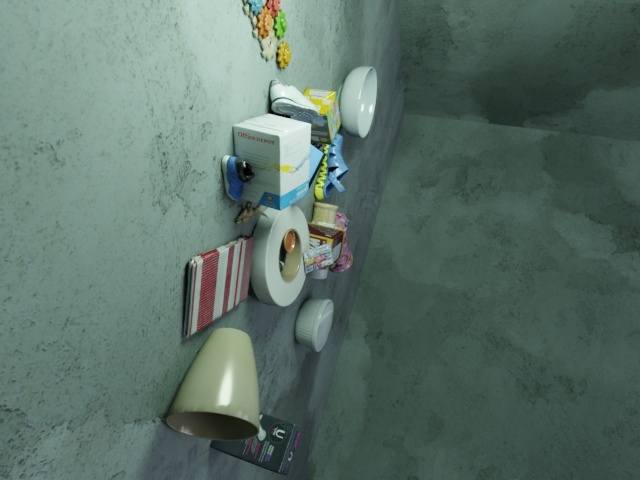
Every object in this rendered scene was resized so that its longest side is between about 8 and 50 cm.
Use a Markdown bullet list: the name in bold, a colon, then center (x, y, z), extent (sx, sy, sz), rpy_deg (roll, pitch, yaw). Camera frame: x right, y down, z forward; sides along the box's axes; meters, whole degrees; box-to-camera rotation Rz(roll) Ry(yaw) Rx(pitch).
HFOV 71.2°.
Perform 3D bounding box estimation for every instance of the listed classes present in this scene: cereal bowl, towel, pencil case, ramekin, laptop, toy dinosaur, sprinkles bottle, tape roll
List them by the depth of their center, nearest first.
- **towel**: center (-0.306, 0.127, 1.365), extent (0.329, 0.037, 0.237), rpy_deg (-32, 134, -65)
- **toy dinosaur**: center (-0.227, -0.100, 1.469), extent (0.183, 0.053, 0.093), rpy_deg (-22, 137, -62)
- **laptop**: center (-0.091, -0.338, 1.570), extent (0.265, 0.136, 0.234), rpy_deg (81, 26, -50)
- **tape roll**: center (-0.143, 0.056, 1.696), extent (0.392, 0.071, 0.393), rpy_deg (4, 90, -68)
- **sprinkles bottle**: center (0.000, 0.000, 2.130), extent (0.121, 0.121, 0.356), rpy_deg (-11, 112, -72)
- **cereal bowl**: center (0.168, -0.677, 2.182), extent (0.339, 0.141, 0.340), rpy_deg (12, 90, -73)
- **ramekin**: center (-0.035, 0.423, 2.301), extent (0.273, 0.127, 0.273), rpy_deg (13, 90, -73)
- **pencil case**: center (0.084, 0.015, 2.368), extent (0.386, 0.167, 0.160), rpy_deg (79, -5, -53)

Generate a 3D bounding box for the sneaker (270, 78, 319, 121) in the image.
- **sneaker**: center (-0.082, -0.474, 1.523), extent (0.235, 0.090, 0.095), rpy_deg (5, 69, -59)

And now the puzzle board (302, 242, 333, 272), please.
- **puzzle board**: center (-0.008, 0.072, 1.819), extent (0.128, 0.011, 0.097), rpy_deg (-19, 117, -22)

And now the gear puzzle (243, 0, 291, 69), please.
- **gear puzzle**: center (-0.140, -0.648, 1.352), extent (0.339, 0.044, 0.176), rpy_deg (64, 41, -64)

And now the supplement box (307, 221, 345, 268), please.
- **supplement box**: center (-0.018, 0.017, 1.960), extent (0.194, 0.191, 0.129), rpy_deg (-36, 137, -66)

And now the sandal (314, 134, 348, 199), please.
- **sandal**: center (0.072, -0.342, 2.112), extent (0.126, 0.138, 0.318), rpy_deg (12, 88, -71)

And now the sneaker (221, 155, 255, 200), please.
- **sneaker**: center (-0.232, -0.175, 1.305), extent (0.058, 0.084, 0.152), rpy_deg (-61, 157, -45)

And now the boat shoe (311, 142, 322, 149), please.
- **boat shoe**: center (-0.012, -0.422, 1.941), extent (0.049, 0.041, 0.133), rpy_deg (51, 55, -72)

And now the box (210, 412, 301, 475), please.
- **box**: center (-0.227, 0.715, 1.613), extent (0.143, 0.270, 0.165), rpy_deg (74, 33, -57)

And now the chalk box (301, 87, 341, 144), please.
- **chalk box**: center (-0.002, -0.475, 1.781), extent (0.213, 0.132, 0.132), rpy_deg (75, 31, -59)

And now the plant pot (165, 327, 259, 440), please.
- **plant pot**: center (-0.289, 0.408, 1.313), extent (0.257, 0.256, 0.274), rpy_deg (81, 10, -51)

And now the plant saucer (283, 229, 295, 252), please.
- **plant saucer**: center (-0.116, 0.003, 1.638), extent (0.083, 0.013, 0.084), rpy_deg (5, 90, -68)

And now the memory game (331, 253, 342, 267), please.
- **memory game**: center (0.032, 0.099, 2.282), extent (0.186, 0.012, 0.186), rpy_deg (-21, 145, -16)

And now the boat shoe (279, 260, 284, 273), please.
- **boat shoe**: center (-0.175, 0.155, 1.802), extent (0.040, 0.049, 0.142), rpy_deg (-8, 103, -64)

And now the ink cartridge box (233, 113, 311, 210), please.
- **ink cartridge box**: center (-0.143, -0.243, 1.361), extent (0.168, 0.171, 0.233), rpy_deg (-38, 140, -49)
